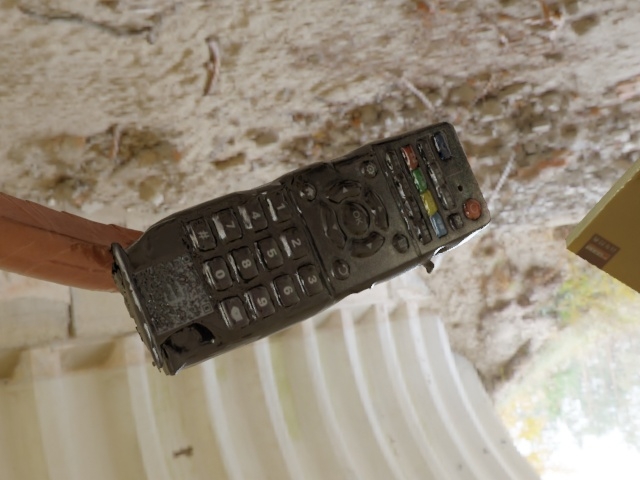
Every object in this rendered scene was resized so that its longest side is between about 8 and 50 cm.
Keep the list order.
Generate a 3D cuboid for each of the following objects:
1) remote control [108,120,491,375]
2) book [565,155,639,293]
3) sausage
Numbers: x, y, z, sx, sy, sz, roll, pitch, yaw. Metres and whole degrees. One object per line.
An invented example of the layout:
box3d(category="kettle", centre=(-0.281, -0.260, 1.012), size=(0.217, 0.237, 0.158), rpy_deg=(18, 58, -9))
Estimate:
box3d(category="remote control", centre=(0.000, 0.000, 0.770), size=(0.398, 0.145, 0.062), rpy_deg=(-22, 180, -34))
box3d(category="book", centre=(0.516, -0.071, 0.972), size=(0.269, 0.389, 0.032), rpy_deg=(28, -152, -10))
box3d(category="sausage", centre=(-0.216, 0.006, 0.709), size=(0.169, 0.065, 0.065), rpy_deg=(18, 161, -34))
